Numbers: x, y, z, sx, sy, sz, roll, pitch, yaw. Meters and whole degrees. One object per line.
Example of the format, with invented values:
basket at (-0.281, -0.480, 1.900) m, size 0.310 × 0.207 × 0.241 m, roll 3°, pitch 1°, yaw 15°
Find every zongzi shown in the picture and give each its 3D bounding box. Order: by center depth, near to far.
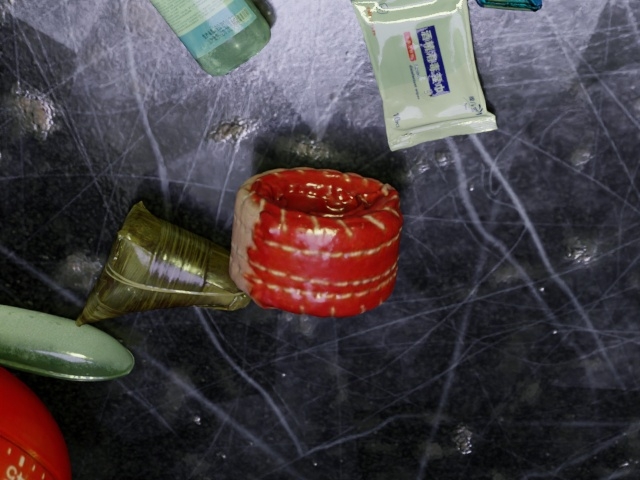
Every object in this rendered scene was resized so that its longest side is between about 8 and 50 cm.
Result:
zongzi at (-0.176, 0.069, 1.691) m, size 0.187 × 0.084 × 0.184 m, roll 25°, pitch 121°, yaw -10°

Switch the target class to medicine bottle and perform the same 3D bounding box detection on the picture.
medicine bottle at (-0.143, -0.275, 1.515) m, size 0.090 × 0.054 × 0.208 m, roll -30°, pitch 110°, yaw 21°

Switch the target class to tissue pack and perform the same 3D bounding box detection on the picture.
tissue pack at (0.112, -0.195, 1.548) m, size 0.122 × 0.026 × 0.193 m, roll -12°, pitch 117°, yaw 11°

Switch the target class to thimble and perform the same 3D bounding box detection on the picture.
thimble at (-0.006, 0.001, 1.590) m, size 0.189 × 0.163 × 0.125 m, roll 2°, pitch 116°, yaw -4°

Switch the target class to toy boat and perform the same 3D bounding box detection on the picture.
toy boat at (-0.356, 0.128, 1.747) m, size 0.260 × 0.078 × 0.085 m, roll 11°, pitch 143°, yaw 1°

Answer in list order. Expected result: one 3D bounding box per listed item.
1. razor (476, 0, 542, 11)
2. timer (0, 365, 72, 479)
razor at (0.160, -0.388, 1.429) m, size 0.056 × 0.093 × 0.324 m, roll -30°, pitch 114°, yaw -24°
timer at (-0.484, 0.278, 1.699) m, size 0.378 × 0.279 × 0.378 m, roll 10°, pitch 143°, yaw 7°
